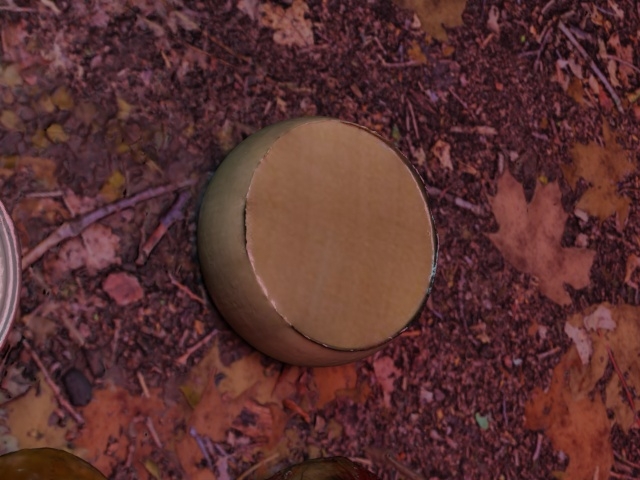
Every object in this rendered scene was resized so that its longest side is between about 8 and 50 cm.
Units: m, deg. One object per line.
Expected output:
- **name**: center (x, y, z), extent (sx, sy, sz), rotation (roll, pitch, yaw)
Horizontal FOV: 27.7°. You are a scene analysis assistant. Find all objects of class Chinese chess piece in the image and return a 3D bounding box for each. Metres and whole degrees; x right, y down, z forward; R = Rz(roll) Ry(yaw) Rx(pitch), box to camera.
- **Chinese chess piece**: center (0.000, 0.000, 1.283), extent (0.250, 0.103, 0.249), rotation (8, 76, -34)

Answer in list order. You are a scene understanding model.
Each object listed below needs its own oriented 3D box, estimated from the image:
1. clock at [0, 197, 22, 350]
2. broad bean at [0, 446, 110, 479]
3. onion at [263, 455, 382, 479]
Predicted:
- **clock**: center (-0.356, 0.023, 1.044), extent (0.244, 0.056, 0.244), rotation (10, 74, -35)
- **broad bean**: center (-0.207, 0.273, 1.060), extent (0.228, 0.156, 0.122), rotation (55, 13, -5)
- **onion**: center (0.015, 0.285, 1.204), extent (0.184, 0.147, 0.184), rotation (9, 66, -22)
